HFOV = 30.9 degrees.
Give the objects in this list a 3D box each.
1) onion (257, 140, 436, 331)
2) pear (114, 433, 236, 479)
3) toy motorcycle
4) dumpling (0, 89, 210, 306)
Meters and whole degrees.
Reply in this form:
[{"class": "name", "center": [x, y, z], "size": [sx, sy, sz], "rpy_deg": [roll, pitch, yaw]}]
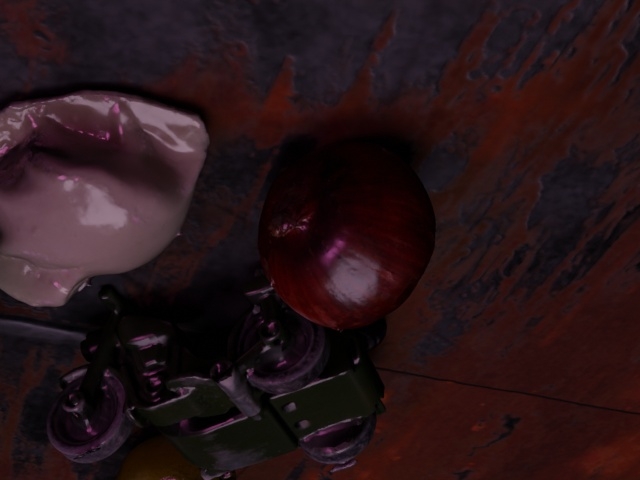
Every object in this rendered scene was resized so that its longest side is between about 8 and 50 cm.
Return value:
[{"class": "onion", "center": [0.016, -0.003, 0.799], "size": [0.131, 0.131, 0.131], "rpy_deg": [-2, 143, -1]}, {"class": "pear", "center": [-0.141, 0.240, 1.128], "size": [0.131, 0.107, 0.107], "rpy_deg": [-15, 142, 28]}, {"class": "toy motorcycle", "center": [-0.075, 0.123, 0.972], "size": [0.275, 0.127, 0.205], "rpy_deg": [-18, 142, 9]}, {"class": "dumpling", "center": [-0.168, -0.033, 0.786], "size": [0.150, 0.092, 0.176], "rpy_deg": [40, 132, -24]}]
